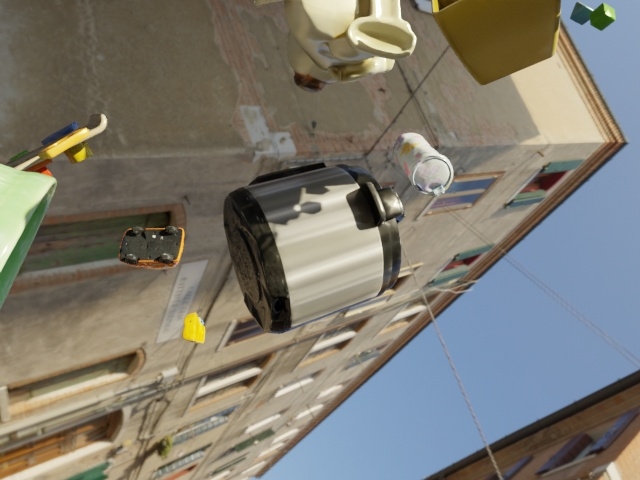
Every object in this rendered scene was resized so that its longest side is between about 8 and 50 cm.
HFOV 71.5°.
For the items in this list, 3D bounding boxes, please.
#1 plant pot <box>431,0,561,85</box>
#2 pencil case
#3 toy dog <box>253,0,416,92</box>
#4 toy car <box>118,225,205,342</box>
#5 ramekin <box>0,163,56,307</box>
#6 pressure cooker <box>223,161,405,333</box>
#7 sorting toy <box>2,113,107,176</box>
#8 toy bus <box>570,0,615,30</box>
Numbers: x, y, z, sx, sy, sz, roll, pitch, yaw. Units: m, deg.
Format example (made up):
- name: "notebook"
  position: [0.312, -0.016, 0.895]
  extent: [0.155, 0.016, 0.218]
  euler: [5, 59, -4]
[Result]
- name: "plant pot"
  position: [0.350, -0.439, 0.868]
  extent: [0.212, 0.212, 0.187]
  euler: [-18, -53, 27]
- name: "pencil case"
  position: [0.289, -0.226, 1.286]
  extent: [0.113, 0.124, 0.273]
  euler: [-41, -156, 16]
- name: "toy dog"
  position: [0.027, -0.536, 1.173]
  extent: [0.408, 0.394, 0.285]
  euler: [-172, -109, -79]
- name: "toy car"
  position: [-0.139, 0.042, 0.393]
  extent: [0.041, 0.060, 0.122]
  euler: [81, -9, -64]
- name: "ramekin"
  position: [-0.434, 0.035, 0.487]
  extent: [0.303, 0.148, 0.304]
  euler: [-41, -144, 38]
- name: "pressure cooker"
  position: [0.002, 0.006, 1.118]
  extent: [0.370, 0.419, 0.376]
  euler: [41, -38, 55]
- name: "sorting toy"
  position: [-0.437, -0.137, 0.728]
  extent: [0.347, 0.196, 0.047]
  euler: [23, -33, 55]
- name: "toy bus"
  position: [0.459, -0.454, 0.681]
  extent: [0.202, 0.104, 0.191]
  euler: [169, -64, -71]
